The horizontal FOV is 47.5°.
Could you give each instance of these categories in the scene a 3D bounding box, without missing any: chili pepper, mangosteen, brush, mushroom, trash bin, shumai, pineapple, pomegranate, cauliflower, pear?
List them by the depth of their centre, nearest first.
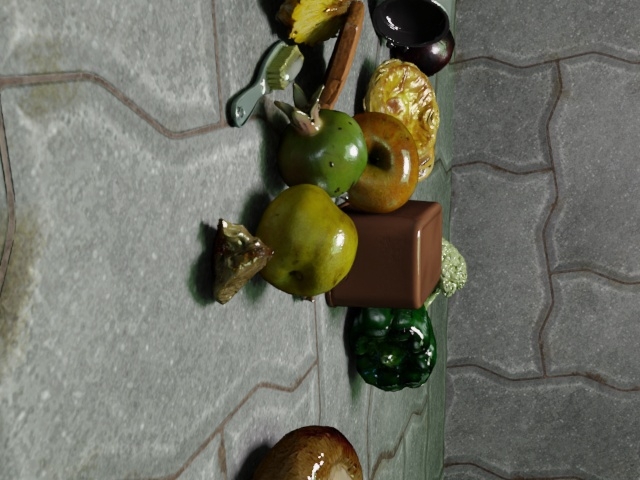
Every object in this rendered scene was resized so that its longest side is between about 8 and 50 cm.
[{"bbox_3d":[-0.138,0.034,1.167,0.123,0.105,0.139,-47,156,15],"label":"shumai"},{"bbox_3d":[-0.084,-0.283,1.300,0.297,0.060,0.068,-66,154,-49],"label":"brush"},{"bbox_3d":[-0.028,0.004,1.319,0.200,0.199,0.200,2,90,-71],"label":"pear"},{"bbox_3d":[-0.029,0.508,1.358,0.345,0.238,0.346,-173,-90,-88],"label":"mushroom"},{"bbox_3d":[-0.042,-0.472,1.361,0.164,0.139,0.250,54,-12,4],"label":"pineapple"},{"bbox_3d":[-0.009,-0.186,1.368,0.224,0.181,0.182,60,36,-43],"label":"pomegranate"},{"bbox_3d":[0.201,0.259,1.963,0.257,0.233,0.249,-71,160,-55],"label":"chili pepper"},{"bbox_3d":[0.270,-0.719,2.058,0.277,0.217,0.263,130,-28,-63],"label":"trash bin"},{"bbox_3d":[0.283,0.103,2.163,0.281,0.260,0.327,-51,165,15],"label":"cauliflower"},{"bbox_3d":[0.318,-0.610,2.261,0.210,0.209,0.210,2,90,-71],"label":"mangosteen"}]

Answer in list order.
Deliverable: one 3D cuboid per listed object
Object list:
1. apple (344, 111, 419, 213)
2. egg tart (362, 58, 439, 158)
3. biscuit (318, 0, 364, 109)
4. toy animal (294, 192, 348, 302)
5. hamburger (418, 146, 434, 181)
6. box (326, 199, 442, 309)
[{"bbox_3d":[0.124,-0.180,1.681,0.207,0.236,0.237,40,53,-85],"label":"apple"},{"bbox_3d":[0.207,-0.351,1.992,0.294,0.116,0.295,5,82,-42],"label":"egg tart"},{"bbox_3d":[0.048,-0.385,1.509,0.306,0.043,0.284,153,-45,-82],"label":"biscuit"},{"bbox_3d":[0.007,0.001,1.570,0.170,0.089,0.255,-13,102,-67],"label":"toy animal"},{"bbox_3d":[0.240,-0.250,2.103,0.118,0.181,0.191,92,2,-58],"label":"hamburger"},{"bbox_3d":[0.168,0.026,1.825,0.339,0.229,0.240,-32,124,-67],"label":"box"}]
